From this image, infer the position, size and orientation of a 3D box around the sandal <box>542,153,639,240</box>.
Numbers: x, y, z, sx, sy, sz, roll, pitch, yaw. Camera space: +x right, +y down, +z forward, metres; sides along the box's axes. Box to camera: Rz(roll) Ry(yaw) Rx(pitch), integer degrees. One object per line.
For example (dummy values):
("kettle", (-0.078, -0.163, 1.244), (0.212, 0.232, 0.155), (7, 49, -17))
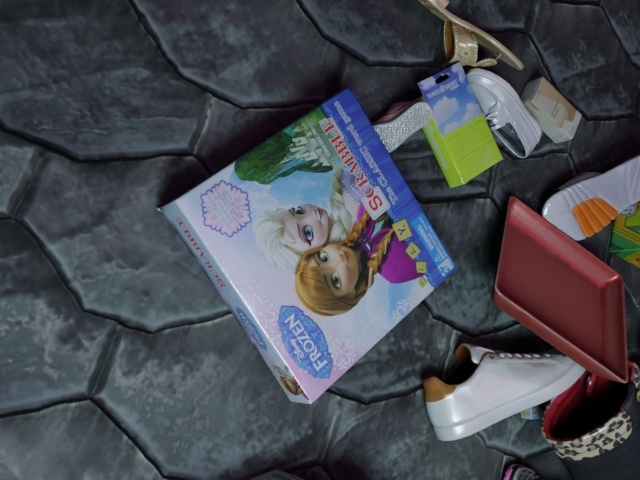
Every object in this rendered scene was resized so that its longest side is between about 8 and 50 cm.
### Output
("sandal", (0.502, -0.081, 1.294), (0.265, 0.076, 0.102), (-25, 105, -16))

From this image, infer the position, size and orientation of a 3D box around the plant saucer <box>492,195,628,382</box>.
("plant saucer", (0.382, 0.080, 1.155), (0.258, 0.048, 0.259), (35, 41, -8))

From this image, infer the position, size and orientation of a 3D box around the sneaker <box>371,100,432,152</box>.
("sneaker", (0.106, -0.173, 1.103), (0.134, 0.070, 0.051), (-32, 108, 1))

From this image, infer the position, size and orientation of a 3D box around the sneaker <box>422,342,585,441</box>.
("sneaker", (0.292, 0.202, 1.115), (0.290, 0.106, 0.123), (-20, 87, -21))

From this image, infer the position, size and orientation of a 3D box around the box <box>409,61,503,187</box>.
("box", (0.221, -0.190, 1.168), (0.109, 0.042, 0.178), (-32, 100, -29))

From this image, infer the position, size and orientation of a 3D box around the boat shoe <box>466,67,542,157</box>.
("boat shoe", (0.305, -0.213, 1.213), (0.184, 0.066, 0.063), (44, 64, -29))

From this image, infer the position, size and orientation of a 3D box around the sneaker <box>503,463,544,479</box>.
("sneaker", (0.372, 0.424, 1.164), (0.170, 0.075, 0.063), (43, 66, -18))

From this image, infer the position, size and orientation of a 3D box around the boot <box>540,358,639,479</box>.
("boot", (0.547, 0.298, 1.175), (0.377, 0.138, 0.284), (-38, 117, -2))

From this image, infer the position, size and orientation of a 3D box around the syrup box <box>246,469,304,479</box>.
("syrup box", (-0.125, 0.371, 0.874), (0.237, 0.096, 0.093), (-11, 91, -33))

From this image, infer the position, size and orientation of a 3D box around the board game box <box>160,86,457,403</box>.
("board game box", (0.000, 0.000, 0.985), (0.318, 0.066, 0.319), (-39, 102, -28))

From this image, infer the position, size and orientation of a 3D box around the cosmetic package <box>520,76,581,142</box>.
("cosmetic package", (0.413, -0.235, 1.284), (0.115, 0.041, 0.060), (35, 69, -22))

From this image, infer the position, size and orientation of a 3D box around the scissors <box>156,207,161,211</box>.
("scissors", (-0.080, 0.008, 0.986), (0.297, 0.021, 0.109), (1, 85, -31))

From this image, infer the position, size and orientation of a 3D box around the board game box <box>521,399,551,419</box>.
("board game box", (0.410, 0.251, 1.234), (0.154, 0.026, 0.103), (2, 83, -29))

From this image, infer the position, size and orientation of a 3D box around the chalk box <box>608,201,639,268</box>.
("chalk box", (0.710, -0.040, 1.288), (0.179, 0.289, 0.180), (24, 73, -26))

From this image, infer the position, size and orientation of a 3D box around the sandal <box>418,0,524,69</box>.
("sandal", (0.222, -0.331, 1.182), (0.240, 0.088, 0.079), (35, 100, -14))
